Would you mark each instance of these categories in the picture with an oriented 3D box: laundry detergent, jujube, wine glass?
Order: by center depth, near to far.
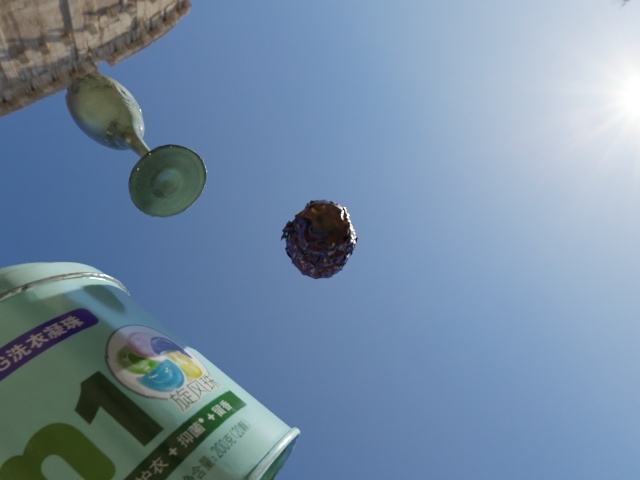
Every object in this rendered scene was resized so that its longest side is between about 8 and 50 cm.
[{"bbox_3d":[-0.222,0.190,0.416,0.305,0.287,0.287,35,-117,13],"label":"laundry detergent"},{"bbox_3d":[0.004,0.000,0.657,0.104,0.166,0.104,3,-102,-12],"label":"jujube"},{"bbox_3d":[-0.229,-0.219,0.659,0.096,0.264,0.309,17,-161,-49],"label":"wine glass"}]
